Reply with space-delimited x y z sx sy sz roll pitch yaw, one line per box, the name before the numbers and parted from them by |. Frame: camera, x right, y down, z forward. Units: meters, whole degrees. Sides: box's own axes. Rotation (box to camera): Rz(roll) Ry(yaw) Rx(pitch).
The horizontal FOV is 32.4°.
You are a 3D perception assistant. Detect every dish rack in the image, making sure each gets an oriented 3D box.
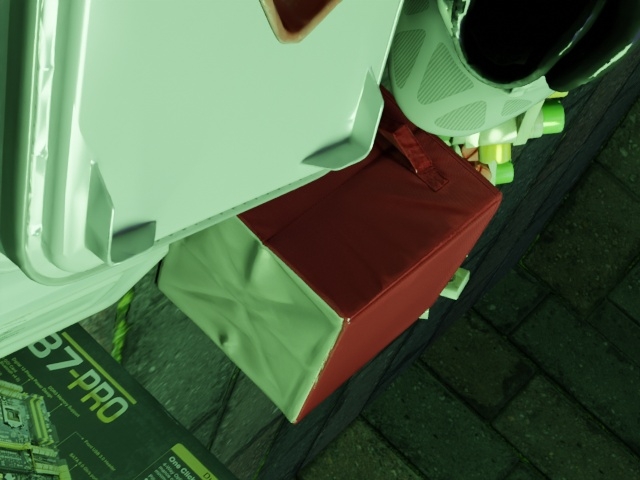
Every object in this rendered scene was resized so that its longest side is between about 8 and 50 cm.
dish rack | -0.036 -0.129 0.524 0.285 0.072 0.333 -25 142 -41

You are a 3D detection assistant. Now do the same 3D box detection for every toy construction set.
toy construction set | 0.138 -0.084 1.050 0.151 0.215 0.327 4 132 -14

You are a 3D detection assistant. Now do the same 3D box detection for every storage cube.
storage cube | 0.000 0.000 0.928 0.193 0.183 0.215 -37 163 -32

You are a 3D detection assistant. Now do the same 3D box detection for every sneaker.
sneaker | 0.107 -0.159 0.673 0.257 0.169 0.447 -48 177 -33

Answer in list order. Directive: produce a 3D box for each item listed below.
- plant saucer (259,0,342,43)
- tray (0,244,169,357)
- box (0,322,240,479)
plant saucer | 0.025 -0.238 0.370 0.259 0.048 0.258 -48 150 -13
tray | -0.197 0.049 0.665 0.270 0.030 0.145 -27 171 -44
box | -0.169 0.252 0.672 0.318 0.395 0.097 -39 162 -35
